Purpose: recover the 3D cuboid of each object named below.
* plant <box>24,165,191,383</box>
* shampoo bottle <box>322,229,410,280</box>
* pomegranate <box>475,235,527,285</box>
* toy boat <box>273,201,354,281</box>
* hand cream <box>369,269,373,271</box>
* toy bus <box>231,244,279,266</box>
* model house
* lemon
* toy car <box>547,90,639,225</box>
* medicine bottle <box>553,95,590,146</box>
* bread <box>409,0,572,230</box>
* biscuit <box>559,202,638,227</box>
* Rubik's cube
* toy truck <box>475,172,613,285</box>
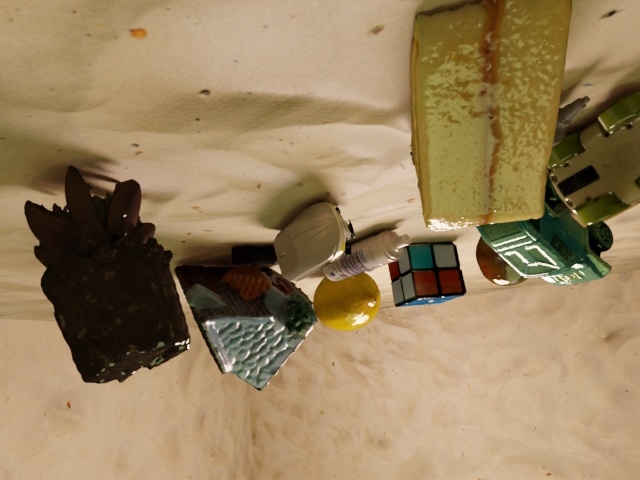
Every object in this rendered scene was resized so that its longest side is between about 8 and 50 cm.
[{"bbox_3d":[-0.324,0.048,0.646,0.182,0.320,0.194,-17,162,-24],"label":"plant"},{"bbox_3d":[0.129,0.040,1.178,0.092,0.092,0.303,6,159,-38],"label":"shampoo bottle"},{"bbox_3d":[0.542,0.037,1.154,0.180,0.179,0.210,8,171,-41],"label":"pomegranate"},{"bbox_3d":[-0.008,0.003,0.923,0.141,0.140,0.269,6,158,-37],"label":"toy boat"},{"bbox_3d":[0.161,0.064,1.366,0.067,0.042,0.194,-6,160,4],"label":"hand cream"},{"bbox_3d":[-0.158,0.043,1.137,0.172,0.057,0.072,-1,172,-19],"label":"toy bus"},{"bbox_3d":[-0.261,0.172,1.202,0.339,0.297,0.360,41,178,-38],"label":"model house"},{"bbox_3d":[0.094,0.218,1.535,0.263,0.235,0.236,-28,157,21],"label":"lemon"},{"bbox_3d":[0.508,-0.144,0.658,0.235,0.145,0.235,-25,169,-5],"label":"toy car"},{"bbox_3d":[0.323,-0.156,0.634,0.058,0.057,0.199,-2,162,-17],"label":"medicine bottle"},{"bbox_3d":[0.193,-0.126,0.495,0.168,0.163,0.264,-9,163,12],"label":"bread"},{"bbox_3d":[0.600,-0.083,0.946,0.237,0.062,0.290,0,157,-17],"label":"biscuit"},{"bbox_3d":[0.339,0.112,1.353,0.184,0.180,0.167,-4,163,-17],"label":"Rubik's cube"},{"bbox_3d":[0.459,-0.014,0.867,0.279,0.156,0.155,41,152,-11],"label":"toy truck"}]
